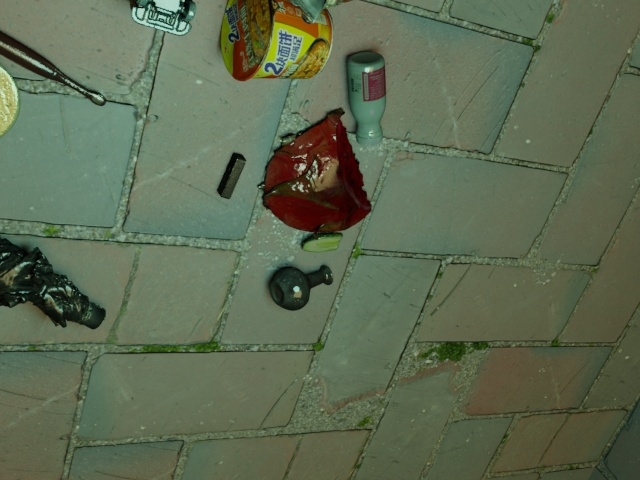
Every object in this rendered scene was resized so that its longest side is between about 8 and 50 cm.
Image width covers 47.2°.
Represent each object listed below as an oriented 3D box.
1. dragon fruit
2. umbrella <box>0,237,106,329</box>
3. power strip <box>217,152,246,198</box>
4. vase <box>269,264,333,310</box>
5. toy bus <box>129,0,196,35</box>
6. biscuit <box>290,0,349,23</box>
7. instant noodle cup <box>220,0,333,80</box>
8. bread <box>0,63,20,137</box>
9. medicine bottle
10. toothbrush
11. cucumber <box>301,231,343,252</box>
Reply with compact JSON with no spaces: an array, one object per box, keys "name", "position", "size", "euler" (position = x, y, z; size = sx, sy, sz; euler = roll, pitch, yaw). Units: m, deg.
[{"name":"dragon fruit","position":[-0.005,-0.125,1.851],"size":[0.282,0.100,0.343],"euler":[-26,128,-4]},{"name":"umbrella","position":[-0.638,0.129,1.670],"size":[0.154,0.128,0.336],"euler":[-36,133,-5]},{"name":"power strip","position":[-0.213,-0.155,1.757],"size":[0.029,0.038,0.111],"euler":[14,112,-33]},{"name":"vase","position":[-0.046,0.117,1.985],"size":[0.183,0.120,0.120],"euler":[-20,130,-37]},{"name":"toy bus","position":[-0.283,-0.543,1.412],"size":[0.121,0.120,0.265],"euler":[9,116,-32]},{"name":"biscuit","position":[0.032,-0.552,1.502],"size":[0.309,0.186,0.079],"euler":[-29,174,-36]},{"name":"instant noodle cup","position":[-0.085,-0.432,1.545],"size":[0.174,0.213,0.213],"euler":[-1,121,-36]},{"name":"bread","position":[-0.653,-0.288,1.445],"size":[0.112,0.036,0.192],"euler":[-18,124,-22]},{"name":"medicine bottle","position":[0.114,-0.339,1.771],"size":[0.091,0.090,0.216],"euler":[-18,128,-16]},{"name":"toothbrush","position":[-0.578,-0.360,1.433],"size":[0.364,0.041,0.041],"euler":[28,105,-38]},{"name":"cucumber","position":[0.000,0.000,1.969],"size":[0.108,0.035,0.067],"euler":[-5,145,-21]}]
